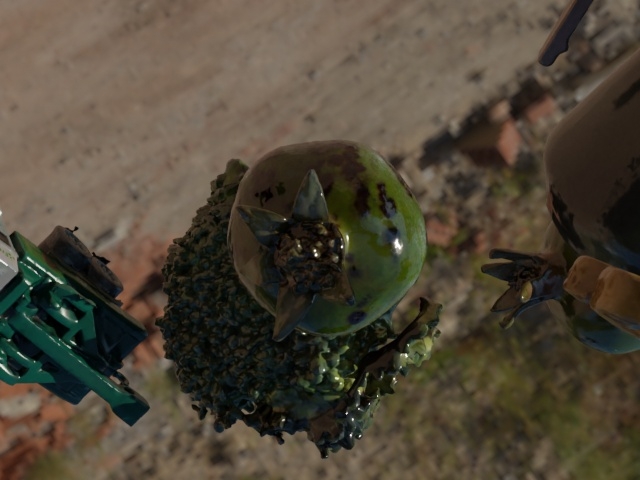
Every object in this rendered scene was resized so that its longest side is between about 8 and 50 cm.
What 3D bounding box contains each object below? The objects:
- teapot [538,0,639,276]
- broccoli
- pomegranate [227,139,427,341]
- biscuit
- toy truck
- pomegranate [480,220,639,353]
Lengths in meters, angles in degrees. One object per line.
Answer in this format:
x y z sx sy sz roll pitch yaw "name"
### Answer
0.344 -0.133 1.374 0.253 0.300 0.344 -73 -170 -58 "teapot"
-0.023 0.072 1.808 0.272 0.334 0.324 -7 -172 -27 "broccoli"
-0.006 0.001 1.107 0.148 0.148 0.169 -41 166 25 "pomegranate"
0.218 0.054 0.867 0.249 0.184 0.035 9 103 -78 "biscuit"
-0.337 0.065 1.777 0.176 0.178 0.363 -44 127 5 "toy truck"
0.286 0.035 1.699 0.224 0.181 0.181 -8 156 -19 "pomegranate"
